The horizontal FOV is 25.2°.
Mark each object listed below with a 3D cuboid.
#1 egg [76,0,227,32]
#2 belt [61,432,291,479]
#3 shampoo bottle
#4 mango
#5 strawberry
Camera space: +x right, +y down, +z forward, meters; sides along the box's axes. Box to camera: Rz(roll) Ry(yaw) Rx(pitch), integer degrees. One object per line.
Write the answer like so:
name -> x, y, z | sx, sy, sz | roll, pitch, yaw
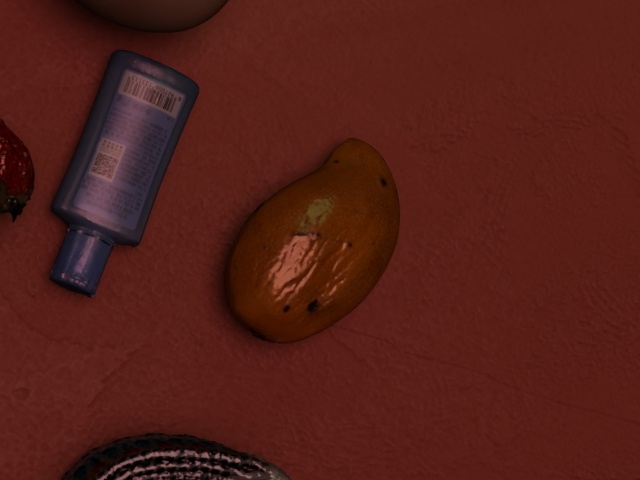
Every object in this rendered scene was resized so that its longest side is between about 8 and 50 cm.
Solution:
egg -> -0.192, -0.340, 1.469 | 0.219, 0.219, 0.269 | -27, 98, -21
belt -> -0.144, 0.306, 1.466 | 0.257, 0.150, 0.207 | 13, 89, -18
shampoo bottle -> -0.219, -0.068, 1.517 | 0.104, 0.061, 0.258 | 24, 77, -18
mango -> 0.001, 0.000, 1.569 | 0.157, 0.109, 0.262 | 40, 71, -9
strawberry -> -0.359, -0.077, 1.435 | 0.131, 0.131, 0.148 | -28, 103, -20
